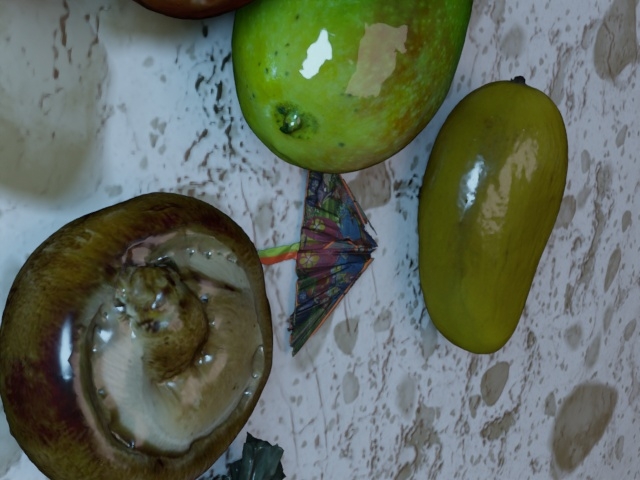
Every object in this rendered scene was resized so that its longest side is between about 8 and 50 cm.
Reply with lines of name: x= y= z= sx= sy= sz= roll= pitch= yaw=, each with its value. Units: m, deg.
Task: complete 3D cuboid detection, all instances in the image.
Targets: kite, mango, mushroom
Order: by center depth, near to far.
mushroom: x=-0.142 y=0.086 z=0.807 sx=0.253 sy=0.153 sz=0.253 roll=-12 pitch=106 yaw=-46
mango: x=0.042 y=-0.230 z=0.904 sx=0.225 sy=0.201 sz=0.382 roll=53 pitch=48 yaw=-51
kite: x=0.000 y=0.000 z=1.054 sx=0.183 sy=0.014 sz=0.241 roll=-8 pitch=106 yaw=-44
mango: x=0.195 y=-0.028 z=1.172 sx=0.195 sy=0.142 sz=0.331 roll=10 pitch=95 yaw=-45

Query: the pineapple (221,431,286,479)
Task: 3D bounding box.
pineapple: x=-0.106 y=0.300 z=0.937 sx=0.248 sy=0.128 sz=0.128 roll=-51 pitch=133 yaw=-33

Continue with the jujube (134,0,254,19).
jujube: x=-0.078 y=-0.282 z=0.763 sx=0.255 sy=0.190 sz=0.190 roll=-60 pitch=139 yaw=-43
